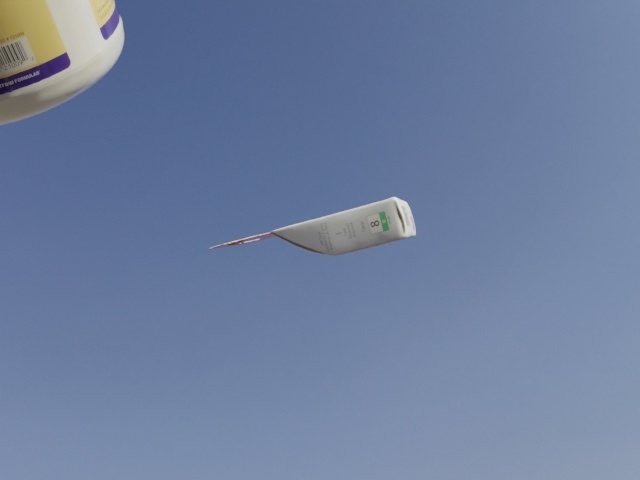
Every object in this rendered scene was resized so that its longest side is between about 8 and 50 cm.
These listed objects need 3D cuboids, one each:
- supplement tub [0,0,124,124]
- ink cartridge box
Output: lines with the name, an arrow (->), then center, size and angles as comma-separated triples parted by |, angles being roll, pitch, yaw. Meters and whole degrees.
supplement tub -> -0.339, -0.293, 0.650 | 0.241, 0.241, 0.331 | -14, -52, -3
ink cartridge box -> 0.000, 0.000, 0.895 | 0.225, 0.056, 0.181 | -16, -2, 11
